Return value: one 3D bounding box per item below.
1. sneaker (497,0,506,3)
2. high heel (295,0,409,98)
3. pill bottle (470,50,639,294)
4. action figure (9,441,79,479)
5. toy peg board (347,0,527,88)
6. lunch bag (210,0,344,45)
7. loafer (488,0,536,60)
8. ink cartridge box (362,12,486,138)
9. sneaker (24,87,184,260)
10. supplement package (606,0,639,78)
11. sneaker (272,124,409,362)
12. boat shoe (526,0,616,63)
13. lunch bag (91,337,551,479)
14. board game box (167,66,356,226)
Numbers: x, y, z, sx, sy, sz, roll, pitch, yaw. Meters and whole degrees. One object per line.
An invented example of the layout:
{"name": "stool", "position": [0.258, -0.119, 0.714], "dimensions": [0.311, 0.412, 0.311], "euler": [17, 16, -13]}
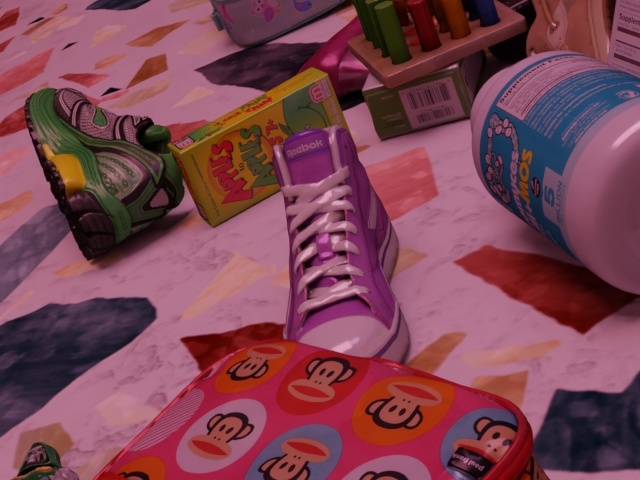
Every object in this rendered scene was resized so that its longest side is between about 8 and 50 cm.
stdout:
{"name": "sneaker", "position": [0.211, -0.323, 1.593], "dimensions": [0.217, 0.079, 0.121], "euler": [-31, 29, -13]}
{"name": "high heel", "position": [0.043, -0.255, 1.603], "dimensions": [0.117, 0.082, 0.244], "euler": [-2, 44, 18]}
{"name": "pill bottle", "position": [0.214, -0.067, 1.034], "dimensions": [0.146, 0.146, 0.264], "euler": [-27, 26, -7]}
{"name": "action figure", "position": [-0.226, 0.223, 0.944], "dimensions": [0.137, 0.063, 0.232], "euler": [-21, 22, 11]}
{"name": "toy peg board", "position": [0.112, -0.248, 1.390], "dimensions": [0.161, 0.079, 0.161], "euler": [-24, 26, -4]}
{"name": "lunch bag", "position": [-0.069, -0.395, 1.923], "dimensions": [0.224, 0.108, 0.279], "euler": [-24, 26, -2]}
{"name": "loafer", "position": [0.279, -0.279, 1.455], "dimensions": [0.220, 0.080, 0.078], "euler": [-22, 26, 2]}
{"name": "ink cartridge box", "position": [0.122, -0.197, 1.447], "dimensions": [0.109, 0.062, 0.209], "euler": [-13, 28, 20]}
{"name": "sneaker", "position": [-0.248, -0.092, 1.504], "dimensions": [0.146, 0.134, 0.343], "euler": [-22, 34, -13]}
{"name": "supplement package", "position": [0.386, -0.170, 1.011], "dimensions": [0.204, 0.145, 0.262], "euler": [-3, 21, -20]}
{"name": "sneaker", "position": [-0.001, 0.000, 1.066], "dimensions": [0.102, 0.161, 0.282], "euler": [-17, 28, 9]}
{"name": "boat shoe", "position": [0.267, -0.191, 1.267], "dimensions": [0.110, 0.121, 0.341], "euler": [-39, 29, 30]}
{"name": "lunch bag", "position": [-0.023, 0.189, 0.787], "dimensions": [0.258, 0.120, 0.293], "euler": [-43, 30, -27]}
{"name": "board game box", "position": [-0.061, -0.100, 1.378], "dimensions": [0.181, 0.092, 0.043], "euler": [-30, 28, -14]}
